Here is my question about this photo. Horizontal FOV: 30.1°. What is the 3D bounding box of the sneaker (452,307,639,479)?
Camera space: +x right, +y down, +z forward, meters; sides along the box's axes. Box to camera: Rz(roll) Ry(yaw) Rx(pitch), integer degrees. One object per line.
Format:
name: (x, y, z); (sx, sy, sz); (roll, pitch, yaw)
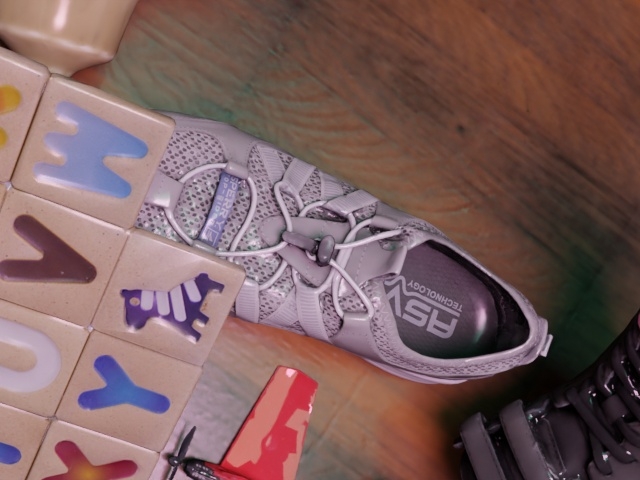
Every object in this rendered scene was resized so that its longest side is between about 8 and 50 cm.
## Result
sneaker: (0.149, 0.097, 0.605); (0.147, 0.295, 0.104); (-16, 61, -9)

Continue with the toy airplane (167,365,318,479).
toy airplane: (-0.018, 0.153, 0.669); (0.151, 0.028, 0.151); (2, 84, -16)

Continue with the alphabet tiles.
alphabet tiles: (-0.223, 0.024, 0.544); (0.343, 0.011, 0.285); (21, 116, -14)

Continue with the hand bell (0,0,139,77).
hand bell: (-0.152, -0.063, 0.624); (0.126, 0.126, 0.242); (15, 94, -15)

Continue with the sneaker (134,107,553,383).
sneaker: (0.000, 0.000, 0.621); (0.281, 0.115, 0.105); (20, 78, -25)
